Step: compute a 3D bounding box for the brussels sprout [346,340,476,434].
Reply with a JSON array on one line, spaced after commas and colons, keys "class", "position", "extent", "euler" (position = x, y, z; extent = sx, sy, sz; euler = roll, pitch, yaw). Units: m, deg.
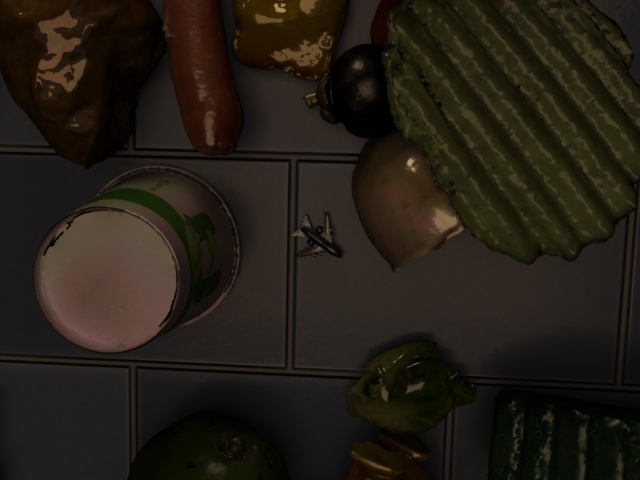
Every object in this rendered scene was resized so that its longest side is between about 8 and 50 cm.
[{"class": "brussels sprout", "position": [0.132, 0.230, 1.195], "extent": [0.181, 0.100, 0.139], "euler": [-19, 112, -10]}]

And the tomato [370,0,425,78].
[{"class": "tomato", "position": [0.150, -0.306, 1.131], "extent": [0.155, 0.069, 0.155], "euler": [1, 97, 4]}]

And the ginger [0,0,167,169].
[{"class": "ginger", "position": [-0.350, -0.262, 1.113], "extent": [0.223, 0.200, 0.269], "euler": [30, 99, -1]}]

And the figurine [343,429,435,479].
[{"class": "figurine", "position": [0.083, 0.410, 1.179], "extent": [0.215, 0.215, 0.228], "euler": [39, 112, -1]}]

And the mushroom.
[{"class": "mushroom", "position": [0.139, -0.087, 1.114], "extent": [0.236, 0.162, 0.173], "euler": [-40, 94, 7]}]

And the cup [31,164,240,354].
[{"class": "cup", "position": [-0.256, 0.029, 1.107], "extent": [0.253, 0.274, 0.253], "euler": [1, 98, 5]}]

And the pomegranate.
[{"class": "pomegranate", "position": [-0.173, 0.386, 1.171], "extent": [0.254, 0.254, 0.270], "euler": [35, 116, 0]}]

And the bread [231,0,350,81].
[{"class": "bread", "position": [-0.036, -0.350, 1.135], "extent": [0.161, 0.088, 0.233], "euler": [16, 101, 8]}]

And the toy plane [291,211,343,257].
[{"class": "toy plane", "position": [0.000, 0.000, 1.203], "extent": [0.083, 0.031, 0.078], "euler": [35, 99, 0]}]

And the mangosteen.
[{"class": "mangosteen", "position": [0.050, -0.204, 1.116], "extent": [0.151, 0.137, 0.137], "euler": [-5, 97, 13]}]

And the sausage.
[{"class": "sausage", "position": [-0.175, -0.321, 1.117], "extent": [0.094, 0.094, 0.419], "euler": [-9, 87, -5]}]

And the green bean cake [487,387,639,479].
[{"class": "green bean cake", "position": [0.425, 0.314, 1.107], "extent": [0.308, 0.300, 0.169], "euler": [11, 84, -37]}]

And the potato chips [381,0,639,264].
[{"class": "potato chips", "position": [0.272, -0.189, 1.062], "extent": [0.358, 0.070, 0.429], "euler": [-37, 91, -16]}]
